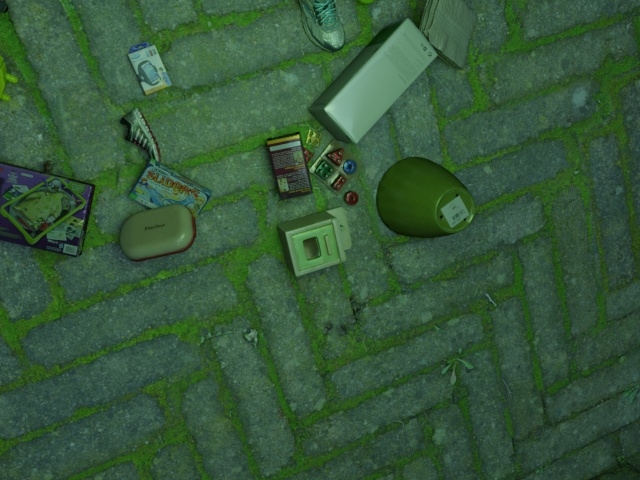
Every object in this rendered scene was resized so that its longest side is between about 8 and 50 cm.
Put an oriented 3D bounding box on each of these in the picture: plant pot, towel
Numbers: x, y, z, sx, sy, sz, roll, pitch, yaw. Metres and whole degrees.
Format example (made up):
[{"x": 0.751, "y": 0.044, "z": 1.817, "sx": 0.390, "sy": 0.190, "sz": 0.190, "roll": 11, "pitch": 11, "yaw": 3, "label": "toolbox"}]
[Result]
[{"x": 0.360, "y": -0.119, "z": 1.870, "sx": 0.275, "sy": 0.293, "sz": 0.274, "roll": -4, "pitch": 103, "yaw": -17, "label": "plant pot"}, {"x": 0.402, "y": -0.665, "z": 1.821, "sx": 0.282, "sy": 0.049, "sz": 0.187, "roll": 10, "pitch": 97, "yaw": -52, "label": "towel"}]

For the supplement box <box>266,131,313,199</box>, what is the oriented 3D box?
[{"x": -0.093, "y": -0.230, "z": 1.806, "sx": 0.104, "sy": 0.081, "sz": 0.188, "roll": -12, "pitch": 106, "yaw": 2, "label": "supplement box"}]

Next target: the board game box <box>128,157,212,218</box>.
[{"x": -0.440, "y": -0.138, "z": 1.726, "sx": 0.201, "sy": 0.035, "sz": 0.136, "roll": 28, "pitch": 118, "yaw": -21, "label": "board game box"}]

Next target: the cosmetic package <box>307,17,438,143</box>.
[{"x": 0.154, "y": -0.476, "z": 1.779, "sx": 0.365, "sy": 0.197, "sz": 0.155, "roll": -47, "pitch": 110, "yaw": -4, "label": "cosmetic package"}]

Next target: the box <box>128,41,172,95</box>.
[{"x": -0.487, "y": -0.491, "z": 1.665, "sx": 0.081, "sy": 0.028, "sz": 0.136, "roll": -25, "pitch": 110, "yaw": -10, "label": "box"}]

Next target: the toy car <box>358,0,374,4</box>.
[{"x": 0.148, "y": -0.799, "z": 1.734, "sx": 0.159, "sy": 0.136, "sz": 0.182, "roll": -1, "pitch": 102, "yaw": -18, "label": "toy car"}]

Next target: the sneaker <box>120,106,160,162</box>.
[{"x": -0.518, "y": -0.291, "z": 1.683, "sx": 0.075, "sy": 0.063, "sz": 0.170, "roll": -23, "pitch": 110, "yaw": -4, "label": "sneaker"}]

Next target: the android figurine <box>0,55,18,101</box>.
[{"x": -0.915, "y": -0.436, "z": 1.472, "sx": 0.273, "sy": 0.056, "sz": 0.248, "roll": 20, "pitch": 126, "yaw": -30, "label": "android figurine"}]

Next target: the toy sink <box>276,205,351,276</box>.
[{"x": 0.000, "y": 0.000, "z": 1.871, "sx": 0.234, "sy": 0.131, "sz": 0.152, "roll": -16, "pitch": 107, "yaw": -14, "label": "toy sink"}]

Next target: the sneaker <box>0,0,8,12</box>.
[{"x": -0.857, "y": -0.649, "z": 1.464, "sx": 0.148, "sy": 0.131, "sz": 0.350, "roll": 10, "pitch": 109, "yaw": -18, "label": "sneaker"}]

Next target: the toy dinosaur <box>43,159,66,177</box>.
[{"x": -0.761, "y": -0.120, "z": 1.656, "sx": 0.112, "sy": 0.064, "sz": 0.211, "roll": 15, "pitch": 98, "yaw": -7, "label": "toy dinosaur"}]

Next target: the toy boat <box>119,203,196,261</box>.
[{"x": -0.467, "y": -0.007, "z": 1.728, "sx": 0.231, "sy": 0.151, "sz": 0.151, "roll": -12, "pitch": 64, "yaw": 5, "label": "toy boat"}]

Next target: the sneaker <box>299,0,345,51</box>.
[{"x": -0.007, "y": -0.687, "z": 1.719, "sx": 0.110, "sy": 0.122, "sz": 0.283, "roll": -33, "pitch": 110, "yaw": -7, "label": "sneaker"}]

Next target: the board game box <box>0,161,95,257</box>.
[{"x": -0.812, "y": -0.094, "z": 1.602, "sx": 0.347, "sy": 0.056, "sz": 0.208, "roll": 14, "pitch": 102, "yaw": -6, "label": "board game box"}]

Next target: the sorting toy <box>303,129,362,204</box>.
[{"x": 0.048, "y": -0.239, "z": 1.878, "sx": 0.274, "sy": 0.046, "sz": 0.132, "roll": 39, "pitch": 89, "yaw": -21, "label": "sorting toy"}]
